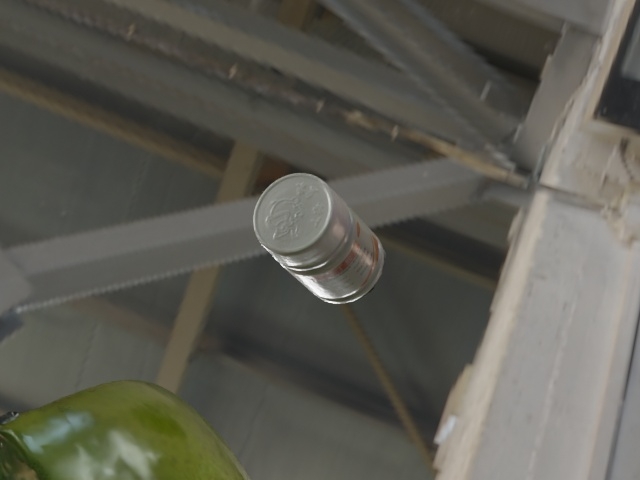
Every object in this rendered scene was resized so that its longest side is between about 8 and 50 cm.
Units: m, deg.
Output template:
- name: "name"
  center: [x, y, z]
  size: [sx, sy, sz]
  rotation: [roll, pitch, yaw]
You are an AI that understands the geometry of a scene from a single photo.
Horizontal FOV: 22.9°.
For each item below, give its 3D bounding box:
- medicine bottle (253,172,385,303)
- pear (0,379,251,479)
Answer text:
- name: "medicine bottle"
  center: [0.000, 0.000, 0.996]
  size: [0.057, 0.057, 0.089]
  rotation: [-6, -25, 22]
- name: "pear"
  center: [-0.111, 0.283, 0.977]
  size: [0.318, 0.238, 0.342]
  rotation: [54, -48, 18]
